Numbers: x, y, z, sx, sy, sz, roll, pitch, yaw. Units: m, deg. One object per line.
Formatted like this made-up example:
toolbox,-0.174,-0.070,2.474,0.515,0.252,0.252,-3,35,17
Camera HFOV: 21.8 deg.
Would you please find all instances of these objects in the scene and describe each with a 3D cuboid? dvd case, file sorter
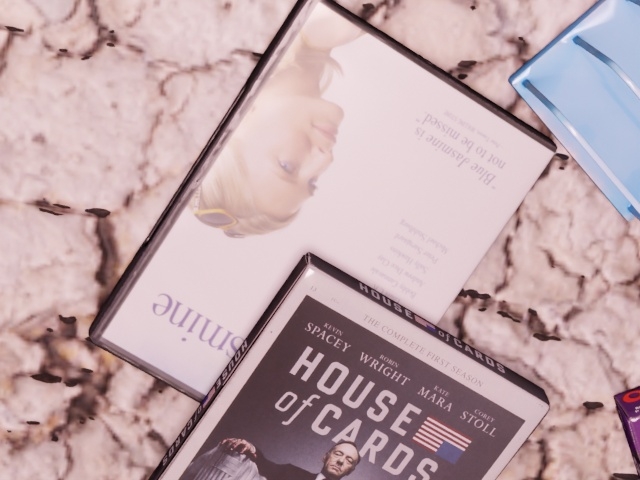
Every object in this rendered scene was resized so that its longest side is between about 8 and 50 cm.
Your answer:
dvd case,0.000,0.000,1.003,0.180,0.022,0.253,31,102,-14
file sorter,0.219,-0.096,0.955,0.170,0.104,0.118,-41,107,6
dvd case,0.001,0.146,1.021,0.179,0.029,0.238,30,107,-15

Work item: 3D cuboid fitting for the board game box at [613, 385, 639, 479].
board game box,0.340,0.223,1.095,0.208,0.056,0.346,-18,108,4
